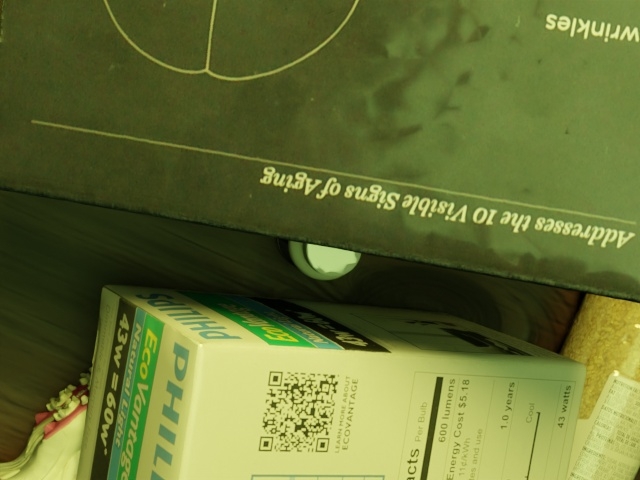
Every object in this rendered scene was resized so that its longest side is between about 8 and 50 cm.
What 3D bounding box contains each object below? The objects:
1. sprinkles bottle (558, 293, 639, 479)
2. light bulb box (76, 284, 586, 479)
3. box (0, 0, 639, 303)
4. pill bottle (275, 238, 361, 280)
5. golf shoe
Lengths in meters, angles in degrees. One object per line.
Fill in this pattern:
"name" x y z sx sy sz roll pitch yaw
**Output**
"sprinkles bottle" 0.268 0.170 1.093 0.121 0.121 0.355 23 91 -14
"light bulb box" -0.009 0.238 0.943 0.361 0.225 0.357 7 94 -29
"box" 0.046 -0.241 0.836 0.480 0.297 0.471 10 98 4
"pill bottle" 0.000 0.000 1.016 0.067 0.120 0.067 -1 97 -12
"golf shoe" -0.250 0.244 0.998 0.306 0.115 0.140 -39 106 -4
